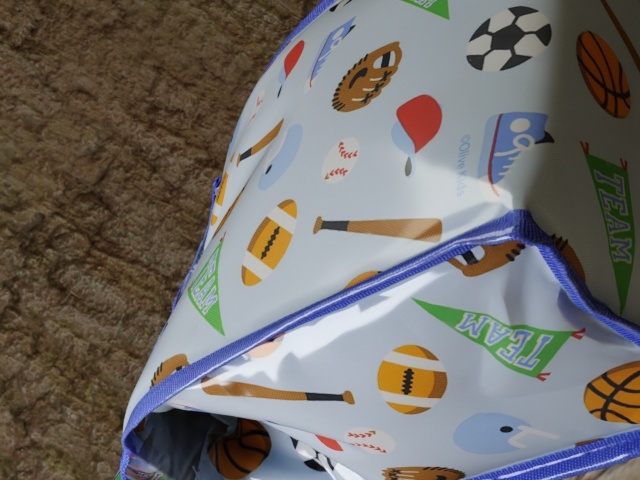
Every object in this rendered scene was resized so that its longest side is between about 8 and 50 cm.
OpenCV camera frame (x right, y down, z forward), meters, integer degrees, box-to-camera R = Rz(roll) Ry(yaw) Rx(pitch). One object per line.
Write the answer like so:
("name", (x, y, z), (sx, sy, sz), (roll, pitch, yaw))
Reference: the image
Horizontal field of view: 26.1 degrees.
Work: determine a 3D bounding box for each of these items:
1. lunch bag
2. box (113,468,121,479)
("lunch bag", (0.052, -0.002, 0.881), (0.385, 0.239, 0.328), (-25, 35, 36))
("box", (-0.157, 0.307, 1.870), (0.290, 0.177, 0.279), (-53, 6, 30))
